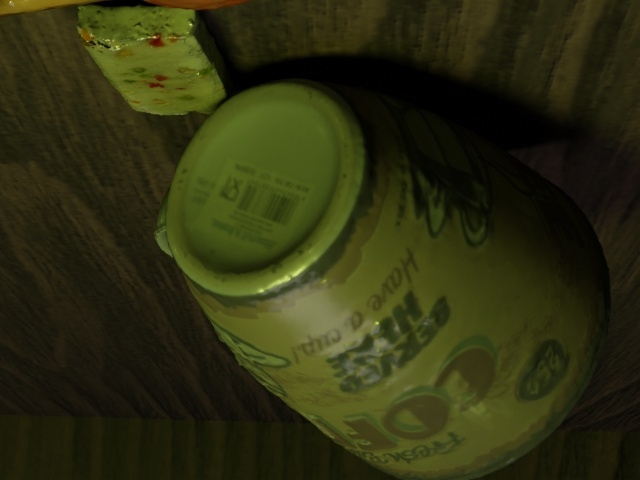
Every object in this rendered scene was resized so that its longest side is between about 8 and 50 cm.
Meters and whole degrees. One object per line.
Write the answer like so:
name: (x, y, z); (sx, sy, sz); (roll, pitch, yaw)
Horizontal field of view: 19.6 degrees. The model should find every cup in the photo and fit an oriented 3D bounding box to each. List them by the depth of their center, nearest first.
cup: (0.000, 0.000, 1.183); (0.301, 0.227, 0.257); (11, 163, 38)

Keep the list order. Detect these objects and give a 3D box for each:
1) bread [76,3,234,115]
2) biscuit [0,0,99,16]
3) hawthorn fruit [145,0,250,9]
bread: (-0.093, -0.103, 1.075); (0.068, 0.028, 0.153); (-1, 168, 5)
biscuit: (-0.178, -0.107, 0.765); (0.269, 0.051, 0.376); (-9, -171, 11)
hawthorn fruit: (0.040, -0.154, 0.604); (0.285, 0.165, 0.165); (-1, 168, -15)
